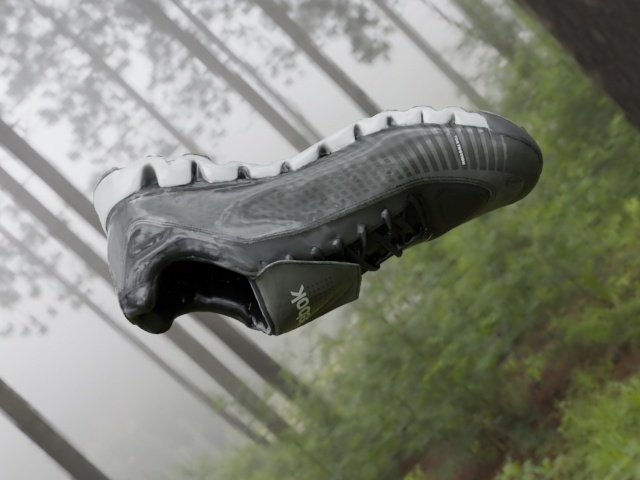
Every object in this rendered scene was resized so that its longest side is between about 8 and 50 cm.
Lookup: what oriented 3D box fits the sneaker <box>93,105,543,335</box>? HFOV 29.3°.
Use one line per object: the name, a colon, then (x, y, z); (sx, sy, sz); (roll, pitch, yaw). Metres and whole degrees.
sneaker: (0.000, 0.000, 0.615); (0.234, 0.078, 0.106); (-9, 52, 5)
